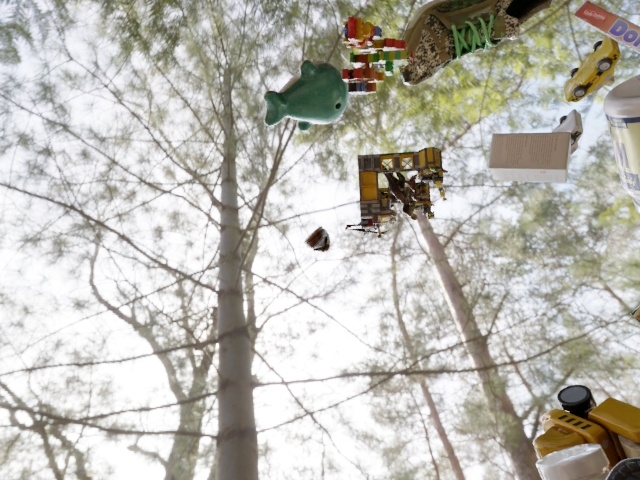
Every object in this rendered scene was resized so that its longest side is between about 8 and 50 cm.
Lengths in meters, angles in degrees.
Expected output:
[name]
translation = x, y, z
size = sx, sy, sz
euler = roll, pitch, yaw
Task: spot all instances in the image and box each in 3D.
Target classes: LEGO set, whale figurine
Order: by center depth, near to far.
[LEGO set]
translation = 0.202, -0.090, 1.211
size = 0.255, 0.191, 0.331
euler = 0, -15, -2
[whale figurine]
translation = -0.032, -0.394, 1.310
size = 0.272, 0.141, 0.216
euler = -29, -36, -32

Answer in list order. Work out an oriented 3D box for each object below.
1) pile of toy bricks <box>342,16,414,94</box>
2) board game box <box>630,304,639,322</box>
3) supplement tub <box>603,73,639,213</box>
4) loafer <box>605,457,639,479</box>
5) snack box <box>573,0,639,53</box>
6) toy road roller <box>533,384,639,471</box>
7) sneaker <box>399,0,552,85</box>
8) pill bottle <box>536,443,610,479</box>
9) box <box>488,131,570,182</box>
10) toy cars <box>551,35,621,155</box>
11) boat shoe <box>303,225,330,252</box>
[pile of toy bricks]
translation = 0.107, -0.309, 0.791
size = 0.105, 0.212, 0.117
euler = 2, -79, 16
[board game box]
translation = 0.694, 0.175, 0.919
size = 0.260, 0.136, 0.030
euler = 1, -49, -52
[supplement tub]
translation = 0.848, -0.236, 1.121
size = 0.236, 0.235, 0.324
euler = -24, -69, 11
[loafer]
translation = 0.434, 0.478, 0.612
size = 0.134, 0.365, 0.130
euler = 4, -40, 31
[snack box]
translation = 0.360, -0.205, 0.497
size = 0.064, 0.178, 0.022
euler = -7, -42, -40
[toy road roller]
translation = 0.738, 0.561, 1.237
size = 0.241, 0.330, 0.202
euler = -30, -81, -17
[sneaker]
translation = 0.357, -0.490, 1.059
size = 0.410, 0.182, 0.158
euler = -39, -48, -8
[pill bottle]
translation = 0.516, 0.525, 0.844
size = 0.153, 0.264, 0.153
euler = -17, -22, -7
[box]
translation = 0.515, -0.202, 1.139
size = 0.171, 0.090, 0.130
euler = 6, -5, 29
[toy cars]
translation = 0.746, -0.376, 1.329
size = 0.087, 0.176, 0.393
euler = 19, -75, -5
[boat shoe]
translation = 0.000, 0.000, 1.370
size = 0.073, 0.207, 0.073
euler = -41, -90, 8
